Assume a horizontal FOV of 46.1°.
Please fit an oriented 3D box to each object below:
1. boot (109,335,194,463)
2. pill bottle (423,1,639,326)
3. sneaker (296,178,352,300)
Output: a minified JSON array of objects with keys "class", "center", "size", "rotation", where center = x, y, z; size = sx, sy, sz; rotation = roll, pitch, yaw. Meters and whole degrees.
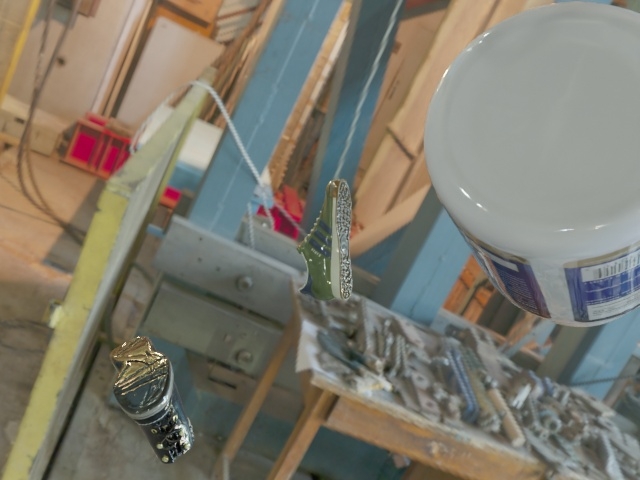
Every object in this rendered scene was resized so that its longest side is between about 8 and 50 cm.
[{"class":"boot","center":[-0.231,0.252,1.094],"size":[0.085,0.178,0.236],"rotation":[-25,20,-14]},{"class":"pill bottle","center":[0.171,-0.027,0.515],"size":[0.153,0.153,0.265],"rotation":[34,-4,27]},{"class":"sneaker","center":[0.000,0.000,1.174],"size":[0.086,0.192,0.064],"rotation":[-5,-12,23]}]
